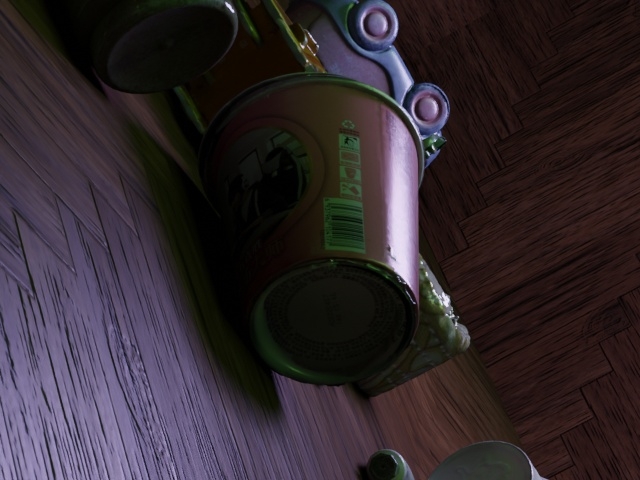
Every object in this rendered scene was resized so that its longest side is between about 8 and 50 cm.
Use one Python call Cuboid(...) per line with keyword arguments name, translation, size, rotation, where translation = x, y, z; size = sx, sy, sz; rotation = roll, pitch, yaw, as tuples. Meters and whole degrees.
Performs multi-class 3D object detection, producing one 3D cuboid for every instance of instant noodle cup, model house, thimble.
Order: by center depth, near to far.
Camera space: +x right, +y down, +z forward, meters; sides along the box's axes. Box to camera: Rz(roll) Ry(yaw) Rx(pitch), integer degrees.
Cuboid(name="instant noodle cup", translation=(0.000, 0.000, 1.721), size=(0.244, 0.244, 0.255), rotation=(56, 18, -37))
Cuboid(name="model house", translation=(-0.027, -0.169, 2.045), size=(0.312, 0.242, 0.358), rotation=(59, 9, 2))
Cuboid(name="thimble", translation=(0.092, 0.105, 2.150), size=(0.137, 0.143, 0.190), rotation=(65, 8, 30))

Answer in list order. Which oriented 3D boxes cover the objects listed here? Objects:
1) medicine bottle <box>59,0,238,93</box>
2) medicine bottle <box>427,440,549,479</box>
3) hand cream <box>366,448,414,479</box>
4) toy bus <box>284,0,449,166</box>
Cuboid(name="medicine bottle", translation=(-0.198, -0.304, 1.666), size=(0.322, 0.151, 0.151), rotation=(65, 8, 26))
Cuboid(name="medicine bottle", translation=(0.236, 0.368, 2.049), size=(0.293, 0.170, 0.170), rotation=(56, 9, -37))
Cuboid(name="hand cream", translation=(0.080, 0.257, 1.932), size=(0.067, 0.042, 0.194), rotation=(55, 0, 16))
Cuboid(name="toy bus", translation=(0.012, -0.184, 2.409), size=(0.294, 0.232, 0.197), rotation=(58, -20, -14))
